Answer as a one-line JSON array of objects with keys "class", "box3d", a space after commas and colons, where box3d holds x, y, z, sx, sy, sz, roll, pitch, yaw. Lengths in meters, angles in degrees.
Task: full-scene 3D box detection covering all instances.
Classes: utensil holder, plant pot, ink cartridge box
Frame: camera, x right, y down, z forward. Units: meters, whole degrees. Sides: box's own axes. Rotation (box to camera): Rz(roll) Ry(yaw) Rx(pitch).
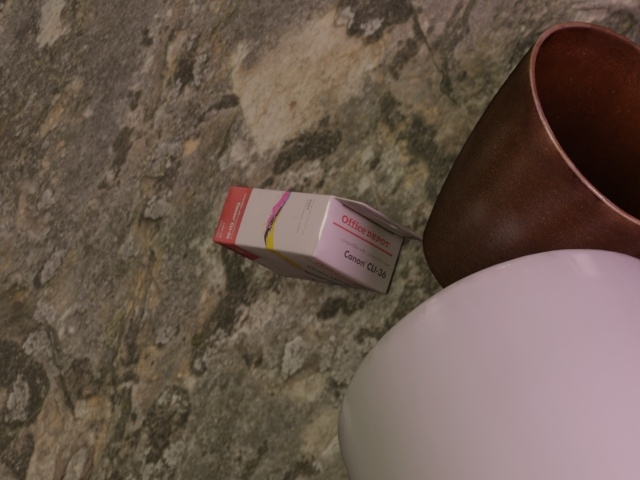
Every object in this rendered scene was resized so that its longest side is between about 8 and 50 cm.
[{"class": "utensil holder", "box3d": [0.209, 0.242, 1.195, 0.327, 0.327, 0.385, -44, 45, 21]}, {"class": "plant pot", "box3d": [0.199, -0.038, 1.453, 0.230, 0.215, 0.215, -43, 44, 43]}, {"class": "ink cartridge box", "box3d": [0.000, 0.000, 1.675, 0.198, 0.115, 0.067, 7, 75, 47]}]
